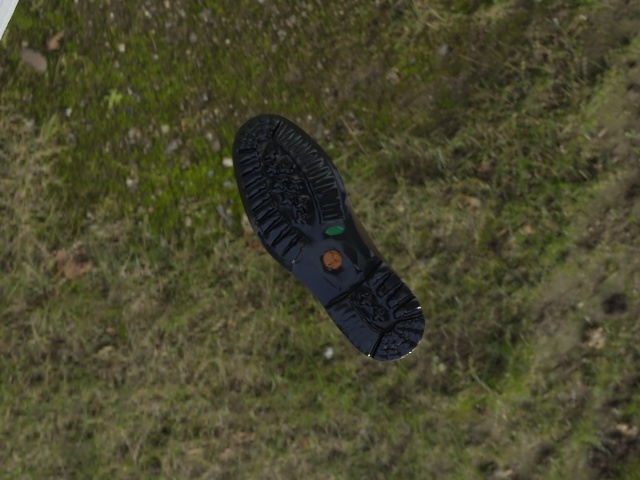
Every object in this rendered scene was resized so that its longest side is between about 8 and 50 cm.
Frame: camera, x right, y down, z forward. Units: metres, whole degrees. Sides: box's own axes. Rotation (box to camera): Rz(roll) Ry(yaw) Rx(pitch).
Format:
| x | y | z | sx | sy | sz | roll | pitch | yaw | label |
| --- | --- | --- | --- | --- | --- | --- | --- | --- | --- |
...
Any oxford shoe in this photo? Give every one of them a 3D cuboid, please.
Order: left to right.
| x | y | z | sx | sy | sz | roll | pitch | yaw | label |
| --- | --- | --- | --- | --- | --- | --- | --- | --- | --- |
| 0.000 | 0.000 | 0.796 | 0.083 | 0.096 | 0.227 | -31 | 86 | 1 | oxford shoe |

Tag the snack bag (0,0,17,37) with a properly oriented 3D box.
| x | y | z | sx | sy | sz | roll | pitch | yaw | label |
| --- | --- | --- | --- | --- | --- | --- | --- | --- | --- |
| -0.353 | -0.195 | 0.620 | 0.343 | 0.037 | 0.323 | 20 | 80 | 0 | snack bag |
